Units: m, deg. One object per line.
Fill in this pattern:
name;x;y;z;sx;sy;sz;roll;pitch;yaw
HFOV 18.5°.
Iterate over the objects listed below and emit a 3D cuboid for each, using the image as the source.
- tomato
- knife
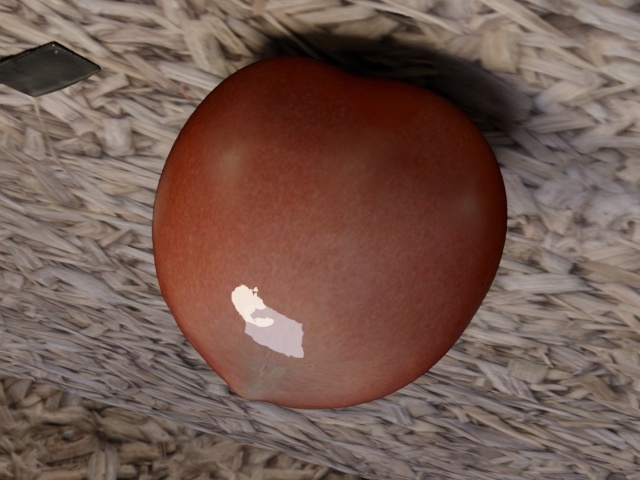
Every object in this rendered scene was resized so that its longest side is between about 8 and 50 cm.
tomato;0.000;0.000;1.748;0.321;0.321;0.321;15;162;5
knife;-0.312;-0.165;2.027;0.072;0.019;0.245;28;158;-34
